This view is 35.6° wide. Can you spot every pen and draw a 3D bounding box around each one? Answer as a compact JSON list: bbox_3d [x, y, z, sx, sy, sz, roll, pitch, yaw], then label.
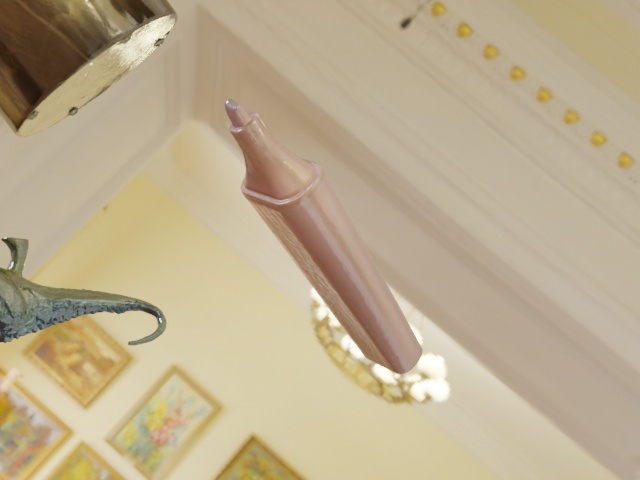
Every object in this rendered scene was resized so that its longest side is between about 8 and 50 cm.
[{"bbox_3d":[0.000,0.000,0.538,0.053,0.032,0.197,23,-27,48],"label":"pen"}]

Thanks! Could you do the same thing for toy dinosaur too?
[{"bbox_3d":[-0.340,0.054,0.984,0.076,0.362,0.147,142,-59,-68],"label":"toy dinosaur"}]

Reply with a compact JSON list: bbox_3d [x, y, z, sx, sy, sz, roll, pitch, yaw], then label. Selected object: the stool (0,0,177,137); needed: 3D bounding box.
[{"bbox_3d":[-0.271,-0.245,0.862,0.264,0.179,0.179,53,-20,-6],"label":"stool"}]
